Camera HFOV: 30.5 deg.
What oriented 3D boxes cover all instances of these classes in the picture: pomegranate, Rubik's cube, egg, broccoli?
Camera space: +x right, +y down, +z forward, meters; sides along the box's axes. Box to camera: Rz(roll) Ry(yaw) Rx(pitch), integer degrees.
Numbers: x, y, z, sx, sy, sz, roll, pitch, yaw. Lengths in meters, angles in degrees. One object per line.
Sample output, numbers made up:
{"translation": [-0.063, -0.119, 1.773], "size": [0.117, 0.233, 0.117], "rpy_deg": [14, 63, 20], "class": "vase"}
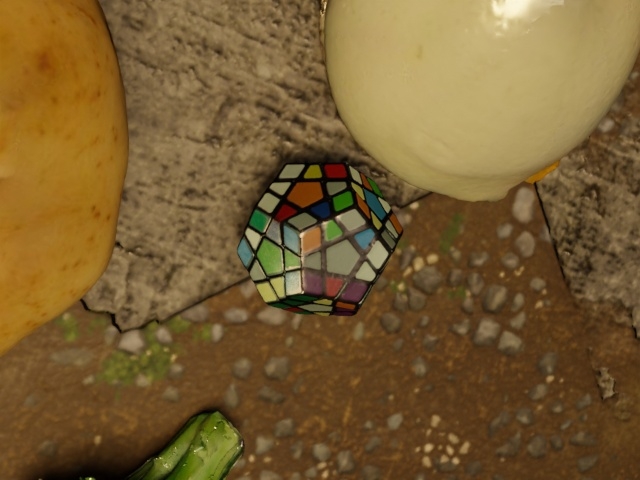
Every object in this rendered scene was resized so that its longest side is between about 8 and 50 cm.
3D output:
{"translation": [-0.262, -0.054, 0.697], "size": [0.342, 0.342, 0.342], "rpy_deg": [-6, 107, -19], "class": "pomegranate"}
{"translation": [0.000, 0.000, 0.931], "size": [0.112, 0.133, 0.133], "rpy_deg": [-31, 117, 21], "class": "Rubik's cube"}
{"translation": [0.142, -0.161, 0.907], "size": [0.264, 0.174, 0.286], "rpy_deg": [14, 103, -20], "class": "egg"}
{"translation": [-0.123, 0.224, 0.938], "size": [0.220, 0.194, 0.194], "rpy_deg": [35, 91, -2], "class": "broccoli"}
